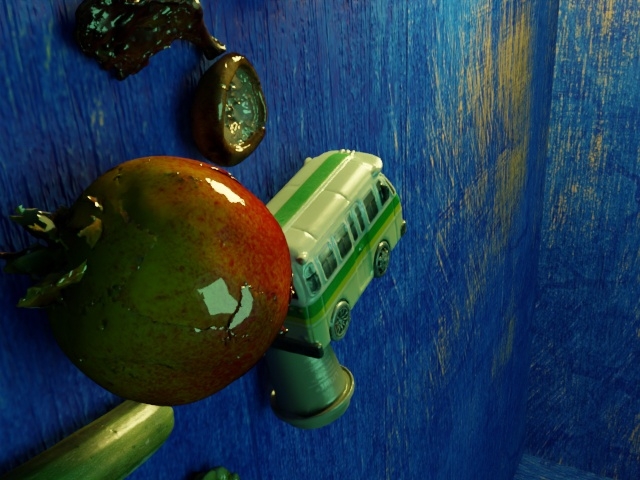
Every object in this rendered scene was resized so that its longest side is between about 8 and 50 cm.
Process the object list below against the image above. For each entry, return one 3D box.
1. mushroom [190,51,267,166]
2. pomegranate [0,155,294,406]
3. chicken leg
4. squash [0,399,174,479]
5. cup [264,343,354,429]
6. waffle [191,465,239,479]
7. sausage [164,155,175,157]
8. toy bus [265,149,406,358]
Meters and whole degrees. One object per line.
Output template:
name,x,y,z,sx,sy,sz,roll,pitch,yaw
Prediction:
mushroom,-0.099,-0.139,0.765,0.123,0.052,0.123,7,90,-71
pomegranate,-0.135,0.032,0.592,0.235,0.210,0.210,11,89,-39
chicken leg,-0.147,-0.196,0.659,0.205,0.053,0.093,-26,145,-50
squash,-0.215,0.204,0.645,0.229,0.066,0.066,-29,124,-59
cup,-0.025,0.168,0.957,0.120,0.120,0.141,-50,131,-45
waffle,-0.143,0.383,0.856,0.208,0.054,0.214,67,36,-42
sausage,-0.141,-0.015,0.748,0.036,0.042,0.158,-23,125,-14
toy bus,0.000,0.000,0.914,0.276,0.133,0.165,-52,142,-43
